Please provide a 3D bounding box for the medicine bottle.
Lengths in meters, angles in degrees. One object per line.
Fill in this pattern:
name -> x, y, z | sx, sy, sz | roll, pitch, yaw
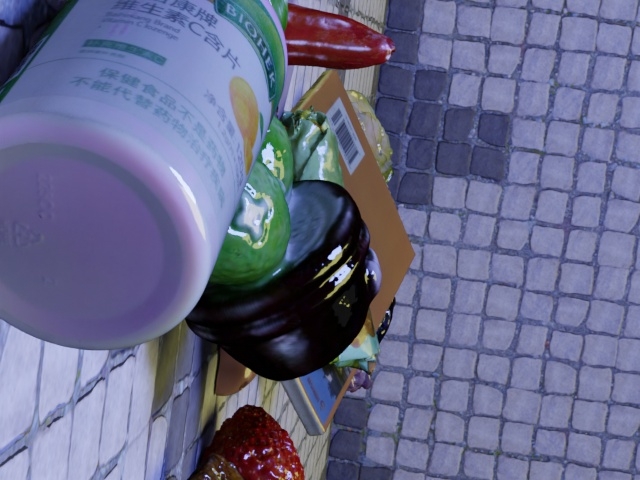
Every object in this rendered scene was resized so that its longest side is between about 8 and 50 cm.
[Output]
medicine bottle -> -0.093, -0.073, 0.713 | 0.274, 0.133, 0.133 | -75, 172, -55

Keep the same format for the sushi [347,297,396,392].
sushi -> 0.017, 0.078, 1.834 | 0.236, 0.171, 0.270 | 90, 14, -56

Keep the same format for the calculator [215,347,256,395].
calculator -> -0.063, 0.010, 1.544 | 0.329, 0.048, 0.220 | -74, 170, -48

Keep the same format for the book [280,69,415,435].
book -> 0.003, -0.001, 1.456 | 0.262, 0.028, 0.374 | 67, 29, -21

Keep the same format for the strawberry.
strawberry -> -0.070, 0.254, 1.459 | 0.148, 0.131, 0.131 | -59, 158, -56

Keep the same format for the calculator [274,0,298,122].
calculator -> -0.049, -0.192, 1.468 | 0.100, 0.032, 0.175 | 91, 9, -57

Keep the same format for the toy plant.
toy plant -> -0.056, -0.003, 1.109 | 0.218, 0.175, 0.235 | -86, 153, -58

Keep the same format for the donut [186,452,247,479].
donut -> -0.112, 0.315, 1.229 | 0.186, 0.144, 0.126 | -52, 173, 11

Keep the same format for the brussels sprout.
brussels sprout -> 0.018, -0.125, 1.836 | 0.151, 0.122, 0.149 | 47, 33, -36

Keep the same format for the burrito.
burrito -> 0.000, 0.000, 1.369 | 0.104, 0.054, 0.288 | -1, 79, -60

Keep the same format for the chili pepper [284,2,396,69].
chili pepper -> -0.020, -0.169, 1.118 | 0.088, 0.169, 0.065 | -68, 164, -58
